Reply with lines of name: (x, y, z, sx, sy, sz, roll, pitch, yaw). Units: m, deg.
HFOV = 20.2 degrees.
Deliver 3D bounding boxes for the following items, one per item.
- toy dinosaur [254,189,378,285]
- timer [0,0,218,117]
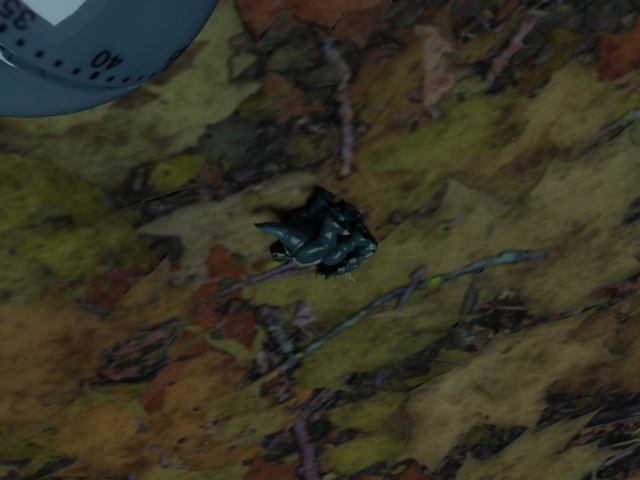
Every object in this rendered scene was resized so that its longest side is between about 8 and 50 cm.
toy dinosaur: (0.000, 0.000, 1.021, 0.047, 0.030, 0.083, -39, 144, 19)
timer: (-0.152, -0.120, 0.675, 0.255, 0.175, 0.175, -4, 156, 27)
